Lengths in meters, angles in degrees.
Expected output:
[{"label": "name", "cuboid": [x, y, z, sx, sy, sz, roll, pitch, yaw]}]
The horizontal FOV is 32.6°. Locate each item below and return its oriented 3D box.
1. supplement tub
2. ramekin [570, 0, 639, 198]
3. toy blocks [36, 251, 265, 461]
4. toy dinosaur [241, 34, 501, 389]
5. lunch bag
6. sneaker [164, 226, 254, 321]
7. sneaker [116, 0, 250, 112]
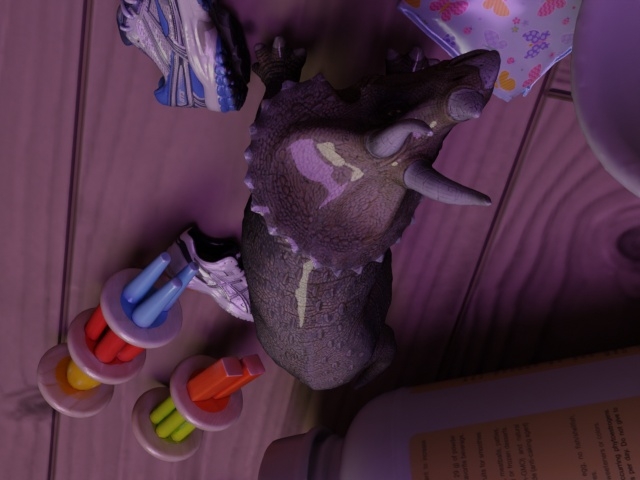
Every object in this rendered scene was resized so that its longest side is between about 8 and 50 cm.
[{"label": "supplement tub", "cuboid": [0.147, 0.192, 0.653, 0.331, 0.241, 0.241, -12, 125, 11]}, {"label": "ramekin", "cuboid": [0.250, -0.092, 0.426, 0.277, 0.277, 0.135, -38, 125, 26]}, {"label": "toy blocks", "cuboid": [-0.090, 0.070, 0.667, 0.123, 0.054, 0.148, 29, 135, -19]}, {"label": "toy dinosaur", "cuboid": [0.000, 0.000, 0.556, 0.121, 0.160, 0.313, 15, 138, 1]}, {"label": "lunch bag", "cuboid": [0.090, -0.118, 0.541, 0.083, 0.053, 0.071, 39, 117, -13]}, {"label": "sneaker", "cuboid": [-0.053, 0.021, 0.661, 0.083, 0.032, 0.037, 24, 124, -16]}, {"label": "sneaker", "cuboid": [-0.079, -0.121, 0.547, 0.058, 0.052, 0.135, -4, 125, 14]}]
